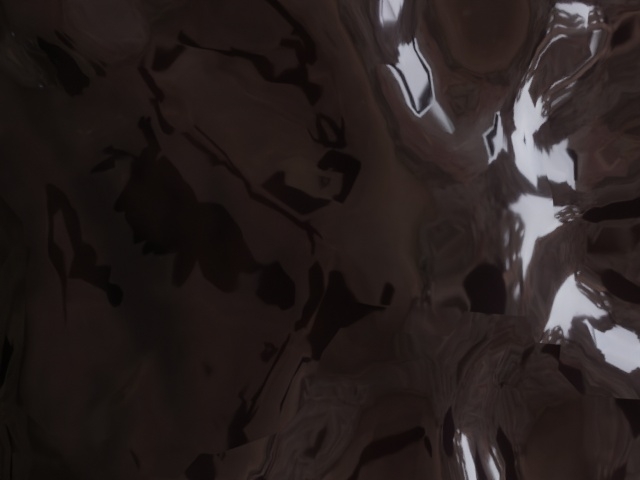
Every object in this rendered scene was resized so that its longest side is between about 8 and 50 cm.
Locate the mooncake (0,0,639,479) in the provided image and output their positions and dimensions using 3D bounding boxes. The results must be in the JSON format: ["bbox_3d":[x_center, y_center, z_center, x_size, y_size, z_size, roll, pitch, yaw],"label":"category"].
[{"bbox_3d":[0.000,0.000,0.697,0.212,0.350,0.381,-5,-76,57],"label":"mooncake"}]
